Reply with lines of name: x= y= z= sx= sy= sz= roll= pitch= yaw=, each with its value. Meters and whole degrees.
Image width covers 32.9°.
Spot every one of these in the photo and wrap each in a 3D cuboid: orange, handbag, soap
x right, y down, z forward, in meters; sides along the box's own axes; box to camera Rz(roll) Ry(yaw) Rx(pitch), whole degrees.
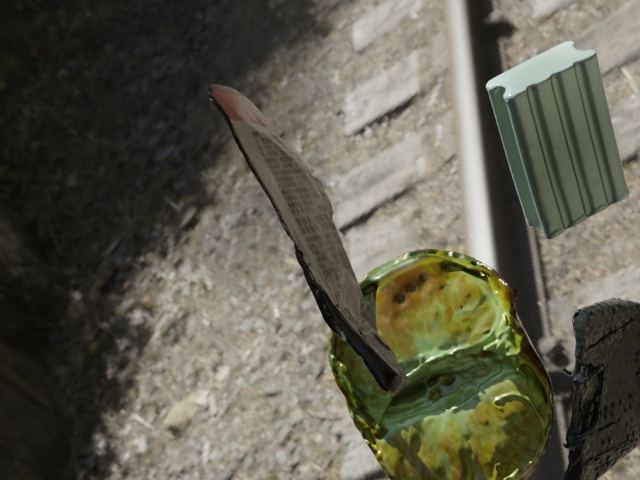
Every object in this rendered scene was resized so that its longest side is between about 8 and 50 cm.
orange: x=0.158 y=0.182 z=1.468 sx=0.262 sy=0.335 sz=0.196 roll=-30 pitch=0 yaw=-10
handbag: x=0.376 y=0.197 z=1.444 sx=0.088 sy=0.270 sz=0.175 roll=12 pitch=21 yaw=40
soap: x=0.371 y=-0.154 z=1.687 sx=0.159 sy=0.265 sz=0.087 roll=-28 pitch=30 yaw=-8

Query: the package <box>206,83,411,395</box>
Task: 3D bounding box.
package: x=0.000 y=0.000 z=0.770 sx=0.030 sy=0.239 sz=0.154 roll=-28 pitch=-8 yaw=7
